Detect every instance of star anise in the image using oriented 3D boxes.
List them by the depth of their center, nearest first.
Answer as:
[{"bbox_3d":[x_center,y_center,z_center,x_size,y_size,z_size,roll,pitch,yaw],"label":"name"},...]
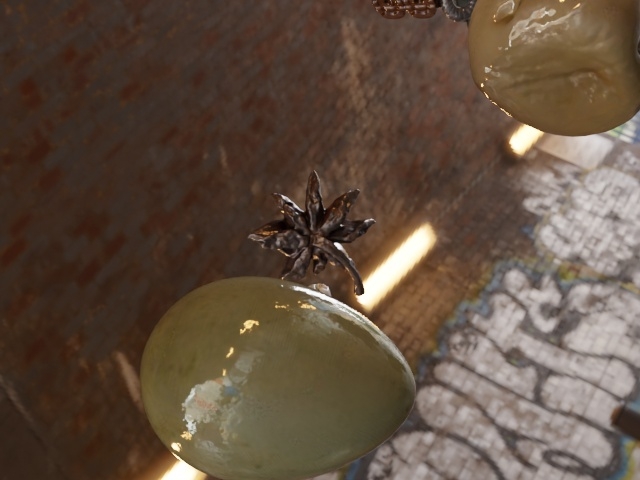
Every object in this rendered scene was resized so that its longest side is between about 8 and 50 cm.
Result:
[{"bbox_3d":[0.001,0.000,1.638,0.209,0.231,0.089,-61,10,16],"label":"star anise"}]

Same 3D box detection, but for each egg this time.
[{"bbox_3d":[-0.047,0.150,1.025,0.218,0.295,0.218,7,-90,-76],"label":"egg"}]

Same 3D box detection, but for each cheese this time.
[{"bbox_3d":[0.290,-0.225,1.132,0.218,0.235,0.117,114,172,-53],"label":"cheese"}]

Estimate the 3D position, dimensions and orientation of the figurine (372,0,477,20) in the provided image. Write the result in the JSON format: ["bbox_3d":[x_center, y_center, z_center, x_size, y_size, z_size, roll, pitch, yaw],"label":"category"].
[{"bbox_3d":[0.164,-0.564,1.617,0.186,0.261,0.382,68,-147,-66],"label":"figurine"}]

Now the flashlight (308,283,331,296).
[{"bbox_3d":[0.007,0.154,1.265,0.093,0.047,0.200,-98,-4,-78],"label":"flashlight"}]

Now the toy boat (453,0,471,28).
[{"bbox_3d":[0.303,-0.558,1.848,0.092,0.141,0.319,119,144,-75],"label":"toy boat"}]
